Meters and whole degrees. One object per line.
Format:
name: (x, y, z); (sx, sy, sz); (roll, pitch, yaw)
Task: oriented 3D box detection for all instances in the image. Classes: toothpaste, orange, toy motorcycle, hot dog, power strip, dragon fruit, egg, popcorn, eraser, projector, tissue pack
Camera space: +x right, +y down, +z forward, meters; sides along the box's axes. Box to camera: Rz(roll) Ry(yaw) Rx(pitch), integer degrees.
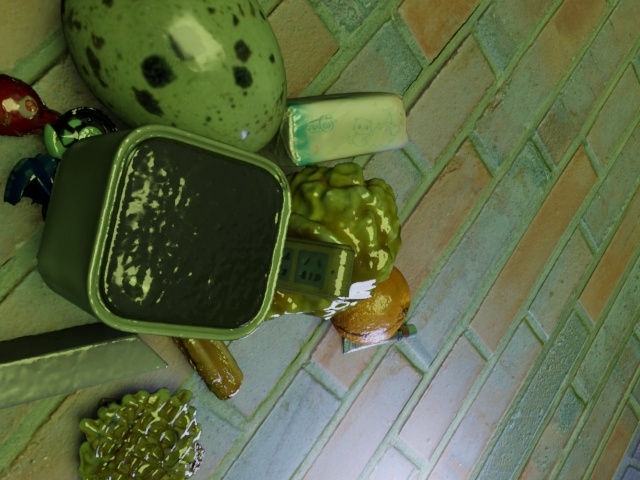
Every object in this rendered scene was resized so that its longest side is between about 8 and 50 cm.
toothpaste: (0.141, 0.229, 1.388); (0.205, 0.036, 0.056); (-4, 101, -31)
orange: (0.110, 0.133, 1.262); (0.193, 0.161, 0.193); (-33, 133, -44)
toy motorcycle: (-0.365, -0.033, 0.918); (0.196, 0.125, 0.331); (-30, 117, -32)
hot dog: (-0.239, 0.180, 1.092); (0.288, 0.068, 0.083); (62, 40, -20)
power strip: (-0.126, 0.027, 0.970); (0.066, 0.388, 0.092); (14, 84, -62)
dragon fruit: (-0.441, -0.196, 0.882); (0.191, 0.094, 0.094); (11, 90, -41)
egg: (-0.215, -0.287, 0.901); (0.287, 0.288, 0.379); (-45, 116, -22)
popcorn: (-0.007, 0.005, 1.103); (0.279, 0.335, 0.274); (23, 43, -46)
eraser: (-0.430, 0.197, 0.930); (0.353, 0.111, 0.077); (-8, 103, -35)
projector: (-0.219, -0.012, 0.806); (0.249, 0.249, 0.248); (13, 87, -38)
tissue pack: (0.006, -0.217, 1.124); (0.271, 0.201, 0.124); (-14, 111, -33)

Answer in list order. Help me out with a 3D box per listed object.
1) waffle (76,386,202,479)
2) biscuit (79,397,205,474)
waffle: (-0.315, 0.365, 1.038); (0.224, 0.054, 0.203); (-6, 100, -33)
biscuit: (-0.315, 0.373, 1.089); (0.237, 0.026, 0.131); (21, 86, -35)
